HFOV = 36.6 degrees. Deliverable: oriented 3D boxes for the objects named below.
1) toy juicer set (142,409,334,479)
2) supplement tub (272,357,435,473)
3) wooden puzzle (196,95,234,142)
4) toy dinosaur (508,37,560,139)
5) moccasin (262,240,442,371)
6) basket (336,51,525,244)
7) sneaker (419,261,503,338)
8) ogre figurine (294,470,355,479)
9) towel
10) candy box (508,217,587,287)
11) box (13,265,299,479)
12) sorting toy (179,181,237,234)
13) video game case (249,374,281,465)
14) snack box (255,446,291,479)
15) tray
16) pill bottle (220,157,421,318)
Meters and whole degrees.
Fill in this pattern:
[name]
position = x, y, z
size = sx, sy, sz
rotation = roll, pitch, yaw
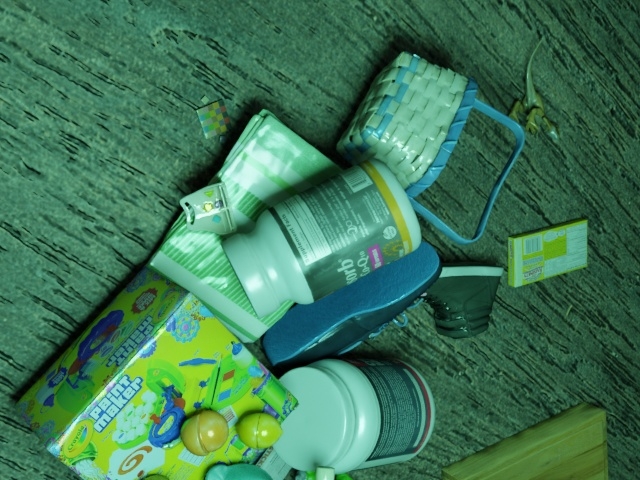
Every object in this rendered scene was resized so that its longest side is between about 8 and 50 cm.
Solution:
[toy juicer set]
position = -0.100, 0.365, 1.432
size = 0.329, 0.089, 0.209
rotation = 31, 72, -26
[supplement tub]
position = 0.056, 0.298, 1.663
size = 0.272, 0.191, 0.191
rotation = 8, 97, -52
[wooden puzzle]
position = -0.171, -0.194, 1.551
size = 0.049, 0.006, 0.083
rotation = -27, 115, -25
[toy dinosaur]
position = 0.410, -0.273, 1.881
size = 0.112, 0.064, 0.211
rotation = -54, 134, -32
[moccasin]
position = 0.059, 0.114, 1.683
size = 0.342, 0.138, 0.117
rotation = -28, 144, 8
[basket]
position = 0.197, -0.166, 1.651
size = 0.289, 0.201, 0.255
rotation = 33, 66, -8
[sneaker]
position = 0.227, 0.116, 1.816
size = 0.295, 0.104, 0.147
rotation = 2, 95, -37
[ogre figurine]
position = 0.015, 0.455, 1.776
size = 0.118, 0.097, 0.197
rotation = -40, 137, -39
[towel]
position = -0.099, -0.014, 1.557
size = 0.248, 0.038, 0.325
rotation = 37, 93, -20
[candy box]
position = 0.472, 0.024, 1.999
size = 0.206, 0.027, 0.105
rotation = -13, 110, -29
[box]
position = -0.243, 0.248, 1.463
size = 0.290, 0.177, 0.279
rotation = -48, 122, -14
[sorting toy]
position = -0.175, -0.048, 1.487
size = 0.075, 0.045, 0.083
rotation = -14, 110, -2
[video game case]
position = -0.224, 0.382, 1.637
size = 0.329, 0.036, 0.300
rotation = 2, 100, -34
[snack box]
position = -0.054, 0.361, 1.716
size = 0.178, 0.022, 0.064
rotation = -52, 134, -28
[tray]
position = 0.450, 0.515, 2.074
size = 0.411, 0.076, 0.203
rotation = -17, 110, -27
[pill bottle]
position = 0.000, 0.000, 1.480
size = 0.278, 0.162, 0.162
rotation = -27, 116, -6
